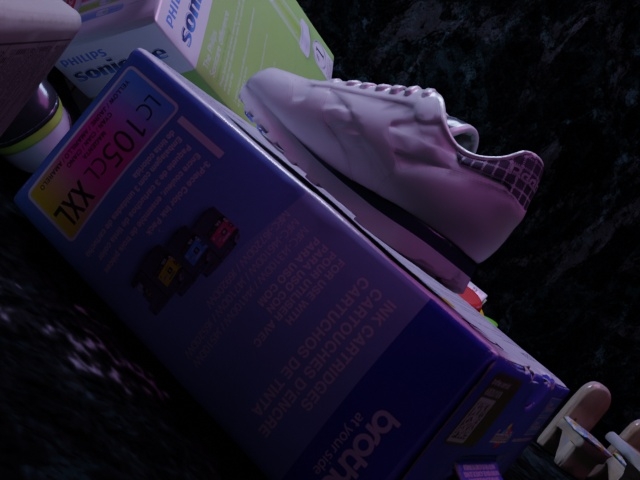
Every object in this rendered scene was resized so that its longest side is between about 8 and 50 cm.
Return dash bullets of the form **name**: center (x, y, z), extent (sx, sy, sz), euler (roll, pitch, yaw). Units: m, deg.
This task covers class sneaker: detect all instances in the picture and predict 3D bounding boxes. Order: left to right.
- **sneaker**: center (-0.243, -0.097, 0.758), extent (0.097, 0.084, 0.235), euler (57, -1, -30)
- **sneaker**: center (0.037, -0.063, 0.581), extent (0.235, 0.095, 0.090), euler (41, 7, 36)

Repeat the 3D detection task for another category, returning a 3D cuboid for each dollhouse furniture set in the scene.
- **dollhouse furniture set**: center (0.618, 0.393, 1.383), extent (0.394, 0.256, 0.362), euler (37, 6, -23)

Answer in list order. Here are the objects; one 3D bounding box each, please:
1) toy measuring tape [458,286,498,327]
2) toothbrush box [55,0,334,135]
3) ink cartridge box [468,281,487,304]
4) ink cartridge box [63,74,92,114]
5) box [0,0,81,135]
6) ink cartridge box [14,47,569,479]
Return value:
- **toy measuring tape**: center (0.116, 0.111, 1.060), extent (0.121, 0.121, 0.330), euler (41, 24, 18)
- **toothbrush box**: center (-0.106, -0.178, 0.860), extent (0.283, 0.122, 0.206), euler (49, 40, -50)
- **ink cartridge box**: center (0.187, 0.093, 1.403), extent (0.109, 0.062, 0.209), euler (40, 45, 14)
- **ink cartridge box**: center (-0.225, -0.211, 1.001), extent (0.119, 0.207, 0.353), euler (43, 9, 36)
- **box**: center (-0.207, -0.077, 0.379), extent (0.121, 0.148, 0.311), euler (37, 4, -14)
- **ink cartridge box**: center (0.013, 0.063, 0.636), extent (0.395, 0.151, 0.270), euler (40, 5, 26)
